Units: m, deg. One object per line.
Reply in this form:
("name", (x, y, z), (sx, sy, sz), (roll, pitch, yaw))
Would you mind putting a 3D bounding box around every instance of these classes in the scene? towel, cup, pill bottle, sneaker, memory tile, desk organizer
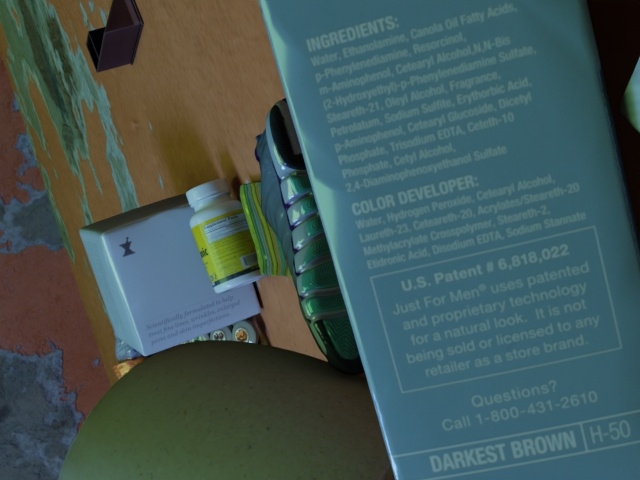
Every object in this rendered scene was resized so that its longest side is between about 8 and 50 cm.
("towel", (-0.025, -0.010, 0.942), (0.237, 0.021, 0.102), (0, 110, 68))
("cup", (-0.002, 0.234, 0.766), (0.237, 0.331, 0.331), (-10, 101, 41))
("pill bottle", (-0.104, -0.006, 1.085), (0.116, 0.065, 0.065), (69, 160, 3))
("sneaker", (0.000, 0.000, 0.804), (0.098, 0.083, 0.223), (147, 113, -65))
("memory tile", (-0.127, 0.157, 1.214), (0.148, 0.012, 0.113), (-10, 89, 36))
("desk organizer", (-0.266, -0.265, 1.279), (0.047, 0.050, 0.130), (68, 160, 6))

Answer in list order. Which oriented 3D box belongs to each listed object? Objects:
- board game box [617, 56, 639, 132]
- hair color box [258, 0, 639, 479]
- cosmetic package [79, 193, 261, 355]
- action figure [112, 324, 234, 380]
("board game box", (0.217, -0.029, 0.197), (0.303, 0.097, 0.224), (55, 155, 34))
("hair color box", (0.052, -0.091, 0.424), (0.185, 0.114, 0.374), (-56, -50, -73))
("cosmetic package", (-0.186, 0.034, 1.207), (0.184, 0.151, 0.151), (8, 116, 69))
("action figure", (-0.168, 0.234, 1.320), (0.330, 0.178, 0.341), (56, 152, 11))
